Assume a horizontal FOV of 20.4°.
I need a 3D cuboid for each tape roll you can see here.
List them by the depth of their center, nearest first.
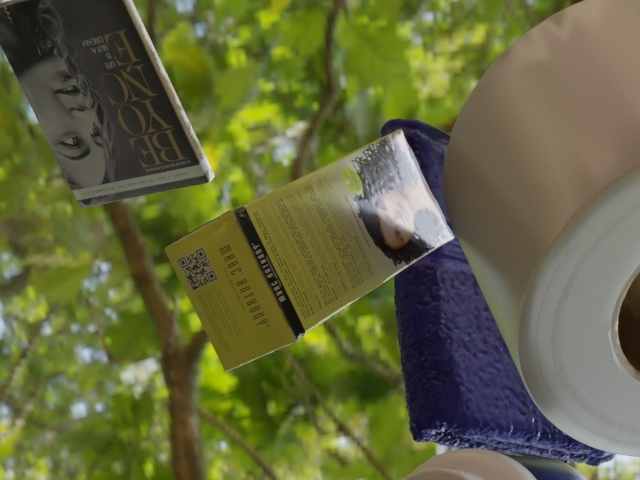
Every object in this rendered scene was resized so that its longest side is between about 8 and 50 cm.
[{"bbox_3d":[0.213,-0.011,1.094,0.246,0.246,0.169,-14,-143,-4],"label":"tape roll"}]

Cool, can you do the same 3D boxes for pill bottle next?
[{"bbox_3d":[0.094,0.163,0.981,0.094,0.169,0.094,-4,-100,25],"label":"pill bottle"}]

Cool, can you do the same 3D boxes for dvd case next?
[{"bbox_3d":[-0.213,-0.139,1.708,0.164,0.221,0.018,-9,-154,33],"label":"dvd case"}]

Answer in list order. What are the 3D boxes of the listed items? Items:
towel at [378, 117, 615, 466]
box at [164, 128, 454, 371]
[{"bbox_3d":[0.153,0.051,1.612,0.227,0.076,0.308,12,-122,-30],"label":"towel"},{"bbox_3d":[0.000,0.000,1.107,0.058,0.087,0.232,-25,-177,32],"label":"box"}]
